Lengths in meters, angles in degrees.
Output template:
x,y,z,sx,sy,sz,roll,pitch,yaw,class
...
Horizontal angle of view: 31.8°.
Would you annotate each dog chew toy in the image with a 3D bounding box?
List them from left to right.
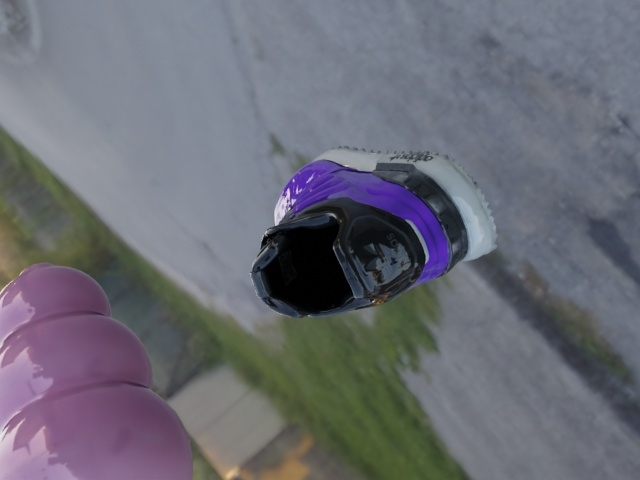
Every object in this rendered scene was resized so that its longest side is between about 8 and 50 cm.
x,y,z,sx,sy,sz,roll,pitch,yaw,class
-0.262,0.170,1.189,0.206,0.207,0.331,70,177,-63,dog chew toy

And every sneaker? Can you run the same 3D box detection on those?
x,y,z,sx,sy,sz,roll,pitch,yaw,class
0.000,-0.001,0.881,0.102,0.146,0.293,63,159,-10,sneaker
